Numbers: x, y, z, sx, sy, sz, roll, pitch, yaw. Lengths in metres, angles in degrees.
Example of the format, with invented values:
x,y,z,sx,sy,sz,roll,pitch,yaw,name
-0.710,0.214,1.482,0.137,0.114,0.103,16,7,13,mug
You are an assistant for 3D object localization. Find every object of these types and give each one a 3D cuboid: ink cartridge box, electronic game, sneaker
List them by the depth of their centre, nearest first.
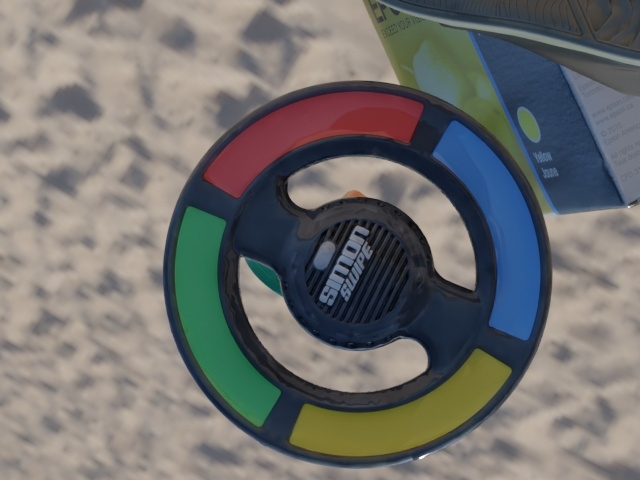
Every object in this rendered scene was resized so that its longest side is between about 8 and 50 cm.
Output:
x,y,z,sx,sy,sz,roll,pitch,yaw,name
0.092,-0.122,0.871,0.222,0.083,0.118,25,178,17,sneaker
0.022,0.019,1.064,0.229,0.229,0.048,29,178,4,electronic game
0.114,-0.162,1.292,0.307,0.072,0.303,63,166,-5,ink cartridge box

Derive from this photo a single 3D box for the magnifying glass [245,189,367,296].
x,y,z,sx,sy,sz,roll,pitch,yaw,name
0.000,0.000,1.518,0.092,0.026,0.231,36,-155,4,magnifying glass
